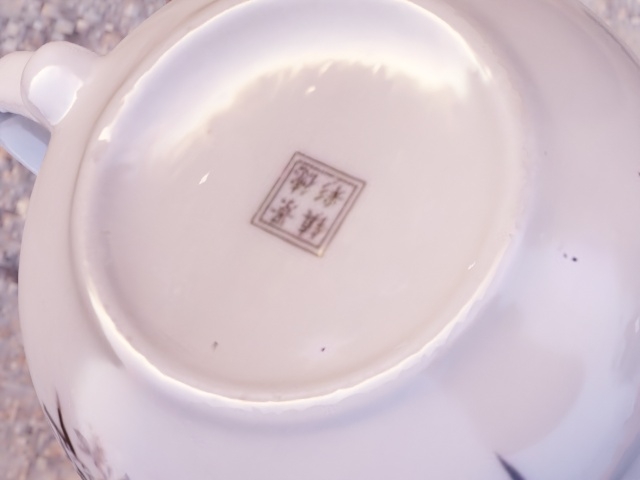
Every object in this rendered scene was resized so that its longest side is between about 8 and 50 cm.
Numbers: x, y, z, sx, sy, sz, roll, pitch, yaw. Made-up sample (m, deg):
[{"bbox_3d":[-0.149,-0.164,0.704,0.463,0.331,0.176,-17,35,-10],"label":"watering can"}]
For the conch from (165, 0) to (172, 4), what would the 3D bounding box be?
[{"bbox_3d":[-0.018,-0.137,1.013,0.148,0.183,0.275,-19,128,3],"label":"conch"}]

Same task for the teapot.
[{"bbox_3d":[0.000,0.000,0.513,0.299,0.208,0.166,28,180,37],"label":"teapot"}]
